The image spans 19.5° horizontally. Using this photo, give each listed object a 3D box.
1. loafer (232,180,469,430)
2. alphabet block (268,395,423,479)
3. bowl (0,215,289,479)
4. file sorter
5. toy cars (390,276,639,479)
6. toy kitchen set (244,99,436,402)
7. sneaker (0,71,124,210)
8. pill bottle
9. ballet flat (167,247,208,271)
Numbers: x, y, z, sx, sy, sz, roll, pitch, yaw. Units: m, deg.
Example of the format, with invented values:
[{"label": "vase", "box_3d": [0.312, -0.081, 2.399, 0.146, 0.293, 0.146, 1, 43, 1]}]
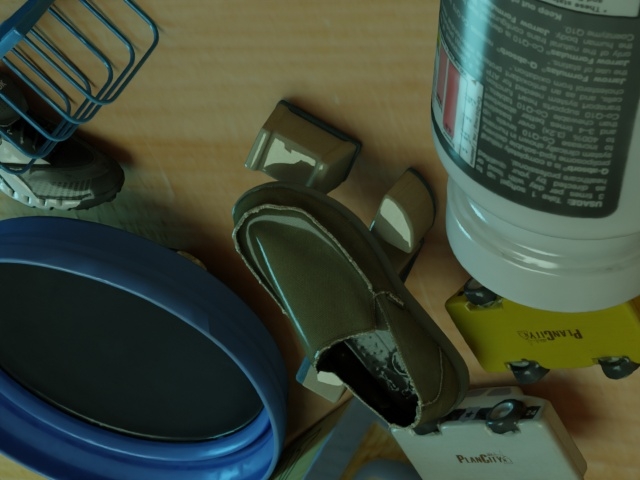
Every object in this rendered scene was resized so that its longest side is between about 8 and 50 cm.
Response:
[{"label": "loafer", "box_3d": [0.021, 0.056, 1.520, 0.251, 0.087, 0.094, 45, 121, -2]}, {"label": "alphabet block", "box_3d": [0.025, 0.298, 1.815, 0.192, 0.193, 0.197, 42, 140, -5]}, {"label": "bowl", "box_3d": [-0.215, 0.122, 1.834, 0.391, 0.077, 0.391, 13, 141, 10]}, {"label": "file sorter", "box_3d": [-0.238, -0.148, 1.619, 0.104, 0.118, 0.170, 44, 140, -14]}, {"label": "toy cars", "box_3d": [0.183, 0.113, 1.612, 0.176, 0.087, 0.393, 33, 144, 11]}, {"label": "toy kitchen set", "box_3d": [0.000, 0.000, 1.628, 0.166, 0.122, 0.207, 29, 120, 8]}, {"label": "sneaker", "box_3d": [-0.290, -0.101, 1.730, 0.234, 0.078, 0.106, 21, 141, 19]}, {"label": "pill bottle", "box_3d": [0.182, -0.133, 1.268, 0.210, 0.210, 0.363, 21, 138, 17]}, {"label": "ballet flat", "box_3d": [-0.171, 0.045, 1.810, 0.173, 0.049, 0.057, -15, 120, 45]}]
